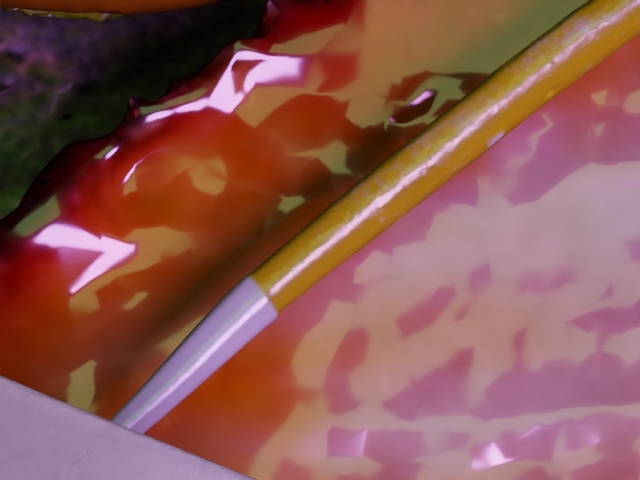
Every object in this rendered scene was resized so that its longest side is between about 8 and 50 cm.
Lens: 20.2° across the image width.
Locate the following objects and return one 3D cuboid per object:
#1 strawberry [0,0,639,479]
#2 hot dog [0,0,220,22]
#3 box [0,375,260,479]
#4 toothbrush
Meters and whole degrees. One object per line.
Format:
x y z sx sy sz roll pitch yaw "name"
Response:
0.051 0.041 0.562 0.336 0.149 0.265 -12 73 -4 "strawberry"
-0.154 -0.131 0.609 0.337 0.100 0.135 10 34 2 "hot dog"
-0.109 0.152 0.375 0.164 0.069 0.256 17 71 32 "box"
0.000 0.000 0.487 0.288 0.021 0.024 -39 66 -10 "toothbrush"
